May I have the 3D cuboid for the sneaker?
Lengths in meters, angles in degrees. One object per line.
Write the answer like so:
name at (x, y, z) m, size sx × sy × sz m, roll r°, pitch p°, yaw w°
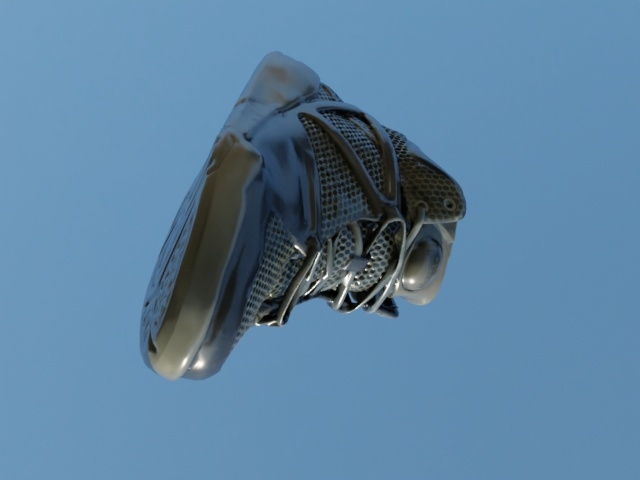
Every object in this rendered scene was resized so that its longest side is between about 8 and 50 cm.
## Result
sneaker at (0.000, 0.000, 0.626) m, size 0.130 × 0.087 × 0.227 m, roll 28°, pitch -153°, yaw -3°
